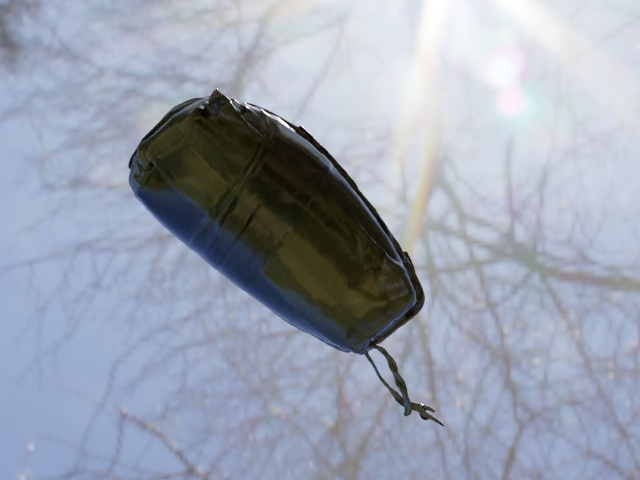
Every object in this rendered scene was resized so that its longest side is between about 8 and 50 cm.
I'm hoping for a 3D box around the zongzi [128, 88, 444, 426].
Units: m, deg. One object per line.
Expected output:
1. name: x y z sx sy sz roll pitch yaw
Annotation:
1. zongzi: 0.000 0.000 0.678 0.062 0.154 0.130 -50 -176 5
